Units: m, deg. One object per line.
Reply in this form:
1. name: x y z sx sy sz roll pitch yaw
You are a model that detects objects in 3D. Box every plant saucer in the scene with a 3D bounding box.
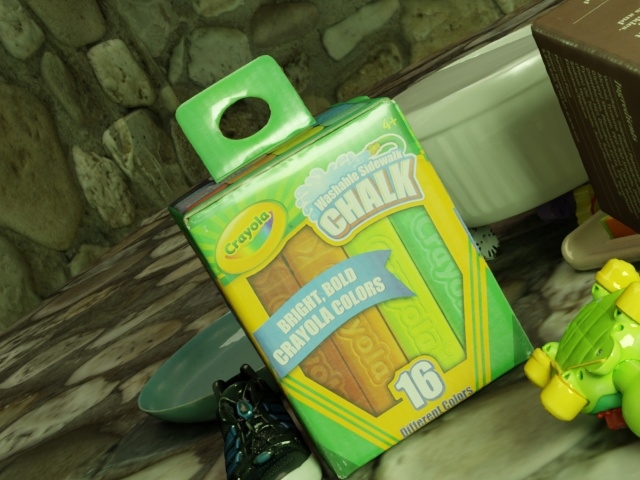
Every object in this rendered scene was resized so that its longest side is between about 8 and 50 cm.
1. plant saucer: -0.050 0.104 1.236 0.317 0.044 0.317 -30 10 6

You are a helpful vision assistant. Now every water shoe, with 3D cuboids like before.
1. water shoe: -0.056 0.155 0.910 0.073 0.080 0.203 -33 11 -6

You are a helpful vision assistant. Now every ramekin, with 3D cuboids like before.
1. ramekin: 0.186 -0.116 1.089 0.272 0.127 0.273 -28 10 5

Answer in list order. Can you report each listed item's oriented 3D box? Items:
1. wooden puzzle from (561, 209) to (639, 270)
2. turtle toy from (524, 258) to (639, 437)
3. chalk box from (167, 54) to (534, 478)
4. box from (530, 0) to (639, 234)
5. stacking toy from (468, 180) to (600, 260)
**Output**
1. wooden puzzle: 0.328 -0.055 0.907 0.221 0.044 0.238 -35 11 -23
2. turtle toy: 0.177 0.073 0.673 0.095 0.066 0.130 -53 10 11
3. chalk box: 0.000 0.000 0.896 0.180 0.289 0.179 -33 11 -7
4. box: 0.273 -0.090 0.734 0.168 0.167 0.203 -32 30 -6
5. stacking toy: 0.250 -0.056 1.126 0.167 0.052 0.221 -16 16 49
